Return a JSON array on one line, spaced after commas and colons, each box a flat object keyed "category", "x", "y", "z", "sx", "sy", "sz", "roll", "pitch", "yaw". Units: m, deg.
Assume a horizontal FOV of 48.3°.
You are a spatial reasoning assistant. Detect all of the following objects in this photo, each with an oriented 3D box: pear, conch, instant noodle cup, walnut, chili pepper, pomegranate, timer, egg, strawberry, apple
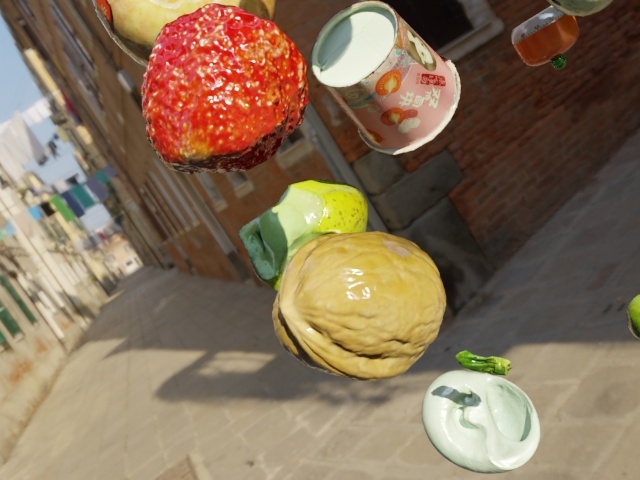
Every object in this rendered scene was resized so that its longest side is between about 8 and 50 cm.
[{"category": "pear", "x": 0.000, "y": 0.000, "z": 1.607, "sx": 0.282, "sy": 0.176, "sz": 0.286, "roll": -41, "pitch": -37, "yaw": 8}, {"category": "conch", "x": 0.291, "y": 0.328, "z": 1.294, "sx": 0.185, "sy": 0.221, "sz": 0.121, "roll": -51, "pitch": -36, "yaw": 5}, {"category": "instant noodle cup", "x": 0.123, "y": -0.328, "z": 1.410, "sx": 0.243, "sy": 0.242, "sz": 0.231, "roll": -30, "pitch": -35, "yaw": 20}, {"category": "walnut", "x": 0.068, "y": 0.121, "z": 1.348, "sx": 0.333, "sy": 0.332, "sz": 0.333, "roll": -32, "pitch": 6, "yaw": 4}, {"category": "chili pepper", "x": 0.264, "y": 0.199, "z": 1.153, "sx": 0.091, "sy": 0.030, "sz": 0.034, "roll": 11, "pitch": -13, "yaw": 16}, {"category": "pomegranate", "x": 0.784, "y": 0.172, "z": 1.644, "sx": 0.143, "sy": 0.122, "sz": 0.169, "roll": -10, "pitch": -34, "yaw": 5}, {"category": "timer", "x": 0.468, "y": -0.409, "z": 1.465, "sx": 0.136, "sy": 0.136, "sz": 0.099, "roll": -30, "pitch": 12, "yaw": 18}, {"category": "egg", "x": 0.404, "y": -0.434, "z": 1.149, "sx": 0.131, "sy": 0.164, "sz": 0.131, "roll": -52, "pitch": -17, "yaw": -23}, {"category": "strawberry", "x": -0.149, "y": -0.207, "z": 1.061, "sx": 0.257, "sy": 0.257, "sz": 0.276, "roll": -28, "pitch": 39, "yaw": 33}, {"category": "apple", "x": -0.276, "y": -0.528, "z": 1.496, "sx": 0.392, "sy": 0.391, "sz": 0.346, "roll": -32, "pitch": 10, "yaw": 3}]
